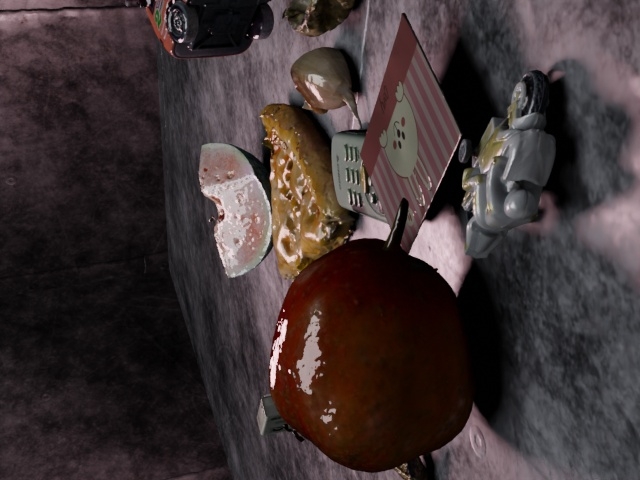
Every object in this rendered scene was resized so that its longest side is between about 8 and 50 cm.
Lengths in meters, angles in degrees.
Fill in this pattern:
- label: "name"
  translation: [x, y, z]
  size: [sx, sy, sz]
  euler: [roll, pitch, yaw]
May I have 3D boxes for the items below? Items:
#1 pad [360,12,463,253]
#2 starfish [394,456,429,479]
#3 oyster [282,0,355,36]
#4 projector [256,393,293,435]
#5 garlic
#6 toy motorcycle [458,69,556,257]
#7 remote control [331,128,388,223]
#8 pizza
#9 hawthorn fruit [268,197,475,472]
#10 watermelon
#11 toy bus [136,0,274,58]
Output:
- label: "pad"
  translation: [0.112, -0.127, 1.177]
  size: [0.300, 0.005, 0.202]
  euler: [106, 149, -58]
- label: "starfish"
  translation: [0.154, 0.394, 1.441]
  size: [0.238, 0.057, 0.213]
  euler: [-116, 15, -54]
- label: "oyster"
  translation: [0.004, -0.430, 1.462]
  size: [0.294, 0.094, 0.166]
  euler: [-107, 30, -63]
- label: "projector"
  translation: [-0.066, 0.384, 1.994]
  size: [0.115, 0.147, 0.061]
  euler: [105, 153, -53]
- label: "garlic"
  translation: [0.015, -0.267, 1.516]
  size: [0.198, 0.090, 0.129]
  euler: [29, 142, 61]
- label: "toy motorcycle"
  translation: [0.205, -0.069, 0.963]
  size: [0.229, 0.074, 0.151]
  euler: [110, 165, -46]
- label: "remote control"
  translation: [0.083, -0.105, 1.396]
  size: [0.296, 0.056, 0.140]
  euler: [-153, 57, -69]
- label: "pizza"
  translation: [-0.051, -0.125, 1.788]
  size: [0.435, 0.080, 0.392]
  euler: [126, 133, -62]
- label: "hawthorn fruit"
  translation: [0.080, 0.121, 1.189]
  size: [0.285, 0.284, 0.369]
  euler: [-145, 62, -67]
- label: "watermelon"
  translation: [-0.160, -0.092, 2.104]
  size: [0.175, 0.188, 0.322]
  euler: [-32, -69, -59]
- label: "toy bus"
  translation: [-0.178, -0.543, 1.561]
  size: [0.233, 0.203, 0.427]
  euler: [55, 137, 26]
